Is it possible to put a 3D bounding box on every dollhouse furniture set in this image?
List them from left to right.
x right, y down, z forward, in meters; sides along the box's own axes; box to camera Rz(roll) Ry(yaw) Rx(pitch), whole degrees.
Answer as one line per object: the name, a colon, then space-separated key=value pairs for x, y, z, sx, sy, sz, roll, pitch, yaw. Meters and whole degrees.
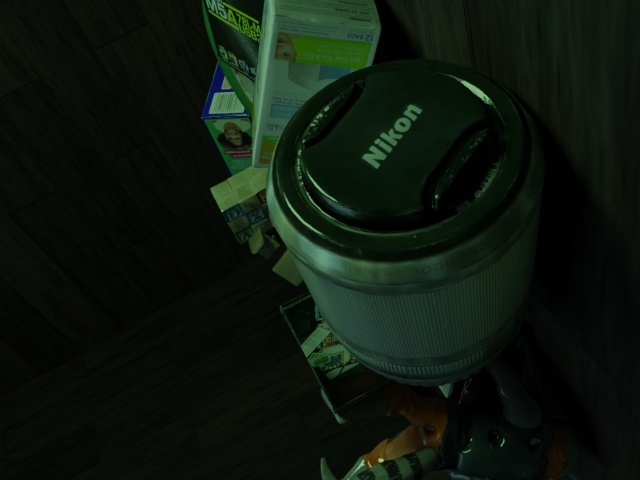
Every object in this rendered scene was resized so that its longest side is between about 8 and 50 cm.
dollhouse furniture set: x=0.000 y=0.000 z=1.369 sx=0.212 sy=0.242 sz=0.161 roll=35 pitch=-169 yaw=-22

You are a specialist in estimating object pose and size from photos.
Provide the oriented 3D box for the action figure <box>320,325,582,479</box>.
action figure: x=0.166 y=0.283 z=0.795 sx=0.179 sy=0.329 sz=0.342 roll=-97 pitch=5 yaw=-63

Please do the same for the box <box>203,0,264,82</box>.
box: x=-0.083 y=-0.282 z=0.804 sx=0.190 sy=0.045 sz=0.184 roll=39 pitch=157 yaw=31

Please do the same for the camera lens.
camera lens: x=0.085 y=-0.006 z=0.580 sx=0.219 sy=0.219 sz=0.274 roll=59 pitch=175 yaw=35

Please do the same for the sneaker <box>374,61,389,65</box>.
sneaker: x=0.097 y=-0.095 z=0.774 sx=0.290 sy=0.105 sz=0.123 roll=87 pitch=160 yaw=-56

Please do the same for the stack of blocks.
stack of blocks: x=-0.084 y=-0.112 z=1.473 sx=0.087 sy=0.297 sz=0.171 roll=58 pitch=174 yaw=38

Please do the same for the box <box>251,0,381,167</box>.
box: x=-0.014 y=-0.185 z=0.713 sx=0.203 sy=0.114 sz=0.103 roll=106 pitch=163 yaw=-48

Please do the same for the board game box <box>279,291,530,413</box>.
board game box: x=0.098 y=0.079 z=0.733 sx=0.136 sy=0.259 sz=0.030 roll=60 pitch=166 yaw=23

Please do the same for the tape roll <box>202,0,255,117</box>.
tape roll: x=-0.052 y=-0.265 z=0.954 sx=0.321 sy=0.077 sz=0.321 roll=45 pitch=161 yaw=21

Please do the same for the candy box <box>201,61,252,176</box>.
candy box: x=-0.153 y=-0.294 z=1.522 sx=0.317 sy=0.122 sz=0.268 roll=67 pitch=-152 yaw=-56

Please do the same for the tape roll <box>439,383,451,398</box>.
tape roll: x=0.219 y=0.208 z=1.074 sx=0.392 sy=0.072 sz=0.392 roll=56 pitch=-177 yaw=-5
